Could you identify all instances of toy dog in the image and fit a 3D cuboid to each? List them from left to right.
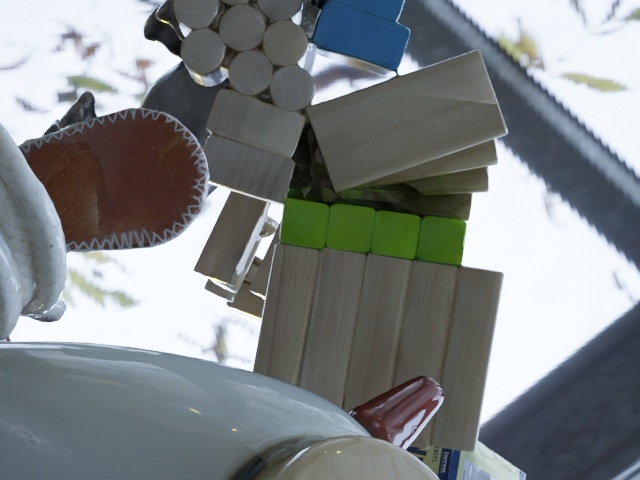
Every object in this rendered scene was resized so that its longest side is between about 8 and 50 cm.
[{"bbox_3d":[-0.070,0.039,0.688,0.220,0.161,0.334,-12,-58,44],"label":"toy dog"}]

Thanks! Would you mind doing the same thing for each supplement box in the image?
[{"bbox_3d":[0.085,0.178,1.325,0.083,0.083,0.056,-17,-130,39],"label":"supplement box"}]

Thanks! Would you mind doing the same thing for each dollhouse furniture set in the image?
[{"bbox_3d":[0.000,0.000,1.301,0.144,0.151,0.123,18,-102,33],"label":"dollhouse furniture set"}]

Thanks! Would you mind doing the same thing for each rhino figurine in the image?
[{"bbox_3d":[-0.065,-0.111,1.191,0.106,0.073,0.243,42,-89,-11],"label":"rhino figurine"}]

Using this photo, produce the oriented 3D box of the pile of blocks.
[{"bbox_3d":[-0.003,-0.075,0.888,0.149,0.112,0.362,-16,-89,-1],"label":"pile of blocks"}]
